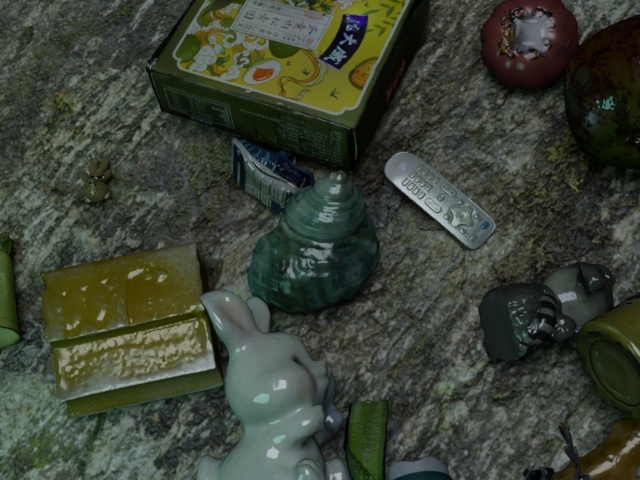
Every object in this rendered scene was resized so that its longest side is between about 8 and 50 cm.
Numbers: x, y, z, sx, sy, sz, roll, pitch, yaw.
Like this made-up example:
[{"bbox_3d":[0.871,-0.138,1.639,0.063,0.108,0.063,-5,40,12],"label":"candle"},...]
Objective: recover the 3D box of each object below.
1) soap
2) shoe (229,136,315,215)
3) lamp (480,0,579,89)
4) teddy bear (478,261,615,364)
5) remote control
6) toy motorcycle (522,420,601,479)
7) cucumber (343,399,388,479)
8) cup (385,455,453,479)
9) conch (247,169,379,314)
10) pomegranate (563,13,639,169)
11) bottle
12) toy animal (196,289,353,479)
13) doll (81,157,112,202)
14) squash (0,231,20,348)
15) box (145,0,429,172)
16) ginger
[{"bbox_3d":[-0.324,0.153,1.606,0.281,0.143,0.259,-13,68,-2],"label":"soap"},{"bbox_3d":[-0.088,-0.128,1.716,0.207,0.091,0.106,35,53,24],"label":"shoe"},{"bbox_3d":[0.387,-0.367,1.713,0.182,0.140,0.181,-2,84,18],"label":"lamp"},{"bbox_3d":[0.389,0.114,1.496,0.251,0.171,0.144,-20,73,-3],"label":"teddy bear"},{"bbox_3d":[0.209,-0.073,1.666,0.229,0.044,0.073,41,73,12],"label":"remote control"},{"bbox_3d":[0.361,0.437,1.332,0.207,0.134,0.400,-27,102,-30],"label":"toy motorcycle"},{"bbox_3d":[0.068,0.321,1.462,0.071,0.046,0.220,21,27,-6],"label":"cucumber"},{"bbox_3d":[0.159,0.430,1.409,0.300,0.167,0.173,-8,54,-2],"label":"cup"},{"bbox_3d":[0.000,0.000,1.595,0.220,0.277,0.195,12,31,-19],"label":"conch"},{"bbox_3d":[0.569,-0.286,1.594,0.285,0.285,0.340,16,53,14],"label":"pomegranate"},{"bbox_3d":[0.585,0.125,1.448,0.351,0.171,0.171,-27,66,-20],"label":"bottle"},{"bbox_3d":[-0.095,0.260,1.481,0.241,0.196,0.367,-10,77,14],"label":"toy animal"},{"bbox_3d":[-0.431,-0.116,1.784,0.062,0.051,0.093,-6,38,7],"label":"doll"},{"bbox_3d":[-0.593,0.083,1.702,0.094,0.094,0.224,-8,62,5],"label":"squash"},{"bbox_3d":[-0.053,-0.358,1.734,0.421,0.138,0.372,19,61,14],"label":"box"},{"bbox_3d":[0.455,0.337,1.454,0.299,0.065,0.118,-31,61,-2],"label":"ginger"}]
